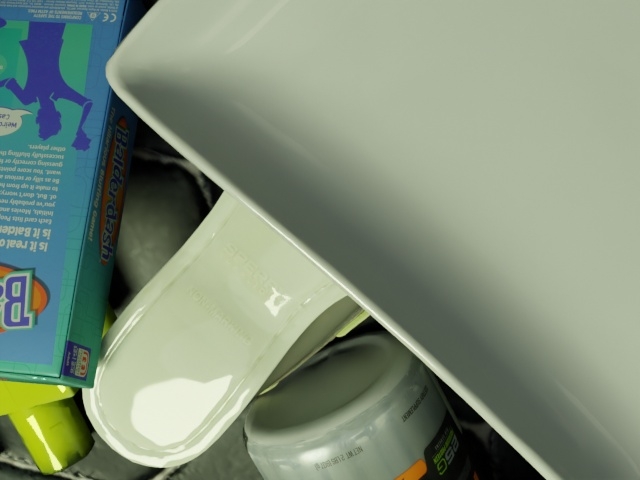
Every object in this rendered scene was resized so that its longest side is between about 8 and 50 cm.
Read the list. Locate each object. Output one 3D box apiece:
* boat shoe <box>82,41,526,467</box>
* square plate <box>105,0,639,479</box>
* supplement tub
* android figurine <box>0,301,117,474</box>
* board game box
[{"bbox_3d":[-0.003,-0.003,0.441,0.305,0.091,0.109,-44,88,10],"label":"boat shoe"},{"bbox_3d":[0.148,-0.081,0.357,0.347,0.049,0.344,42,90,-2],"label":"square plate"},{"bbox_3d":[0.045,0.160,0.483,0.117,0.117,0.190,-24,105,17],"label":"supplement tub"},{"bbox_3d":[-0.259,0.041,0.522,0.248,0.056,0.272,-15,109,14],"label":"android figurine"},{"bbox_3d":[-0.185,-0.035,0.424,0.160,0.047,0.210,5,75,6],"label":"board game box"}]
